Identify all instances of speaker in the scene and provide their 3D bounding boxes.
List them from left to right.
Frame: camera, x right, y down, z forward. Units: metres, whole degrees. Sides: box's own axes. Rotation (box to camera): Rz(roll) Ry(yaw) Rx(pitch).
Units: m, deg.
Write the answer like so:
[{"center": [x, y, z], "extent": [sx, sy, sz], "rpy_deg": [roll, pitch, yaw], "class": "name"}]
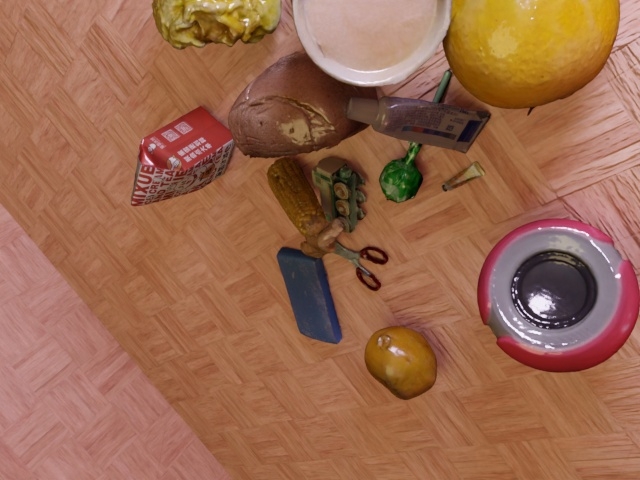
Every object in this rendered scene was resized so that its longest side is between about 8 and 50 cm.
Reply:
[{"center": [0.448, 0.099, 1.241], "extent": [0.294, 0.294, 0.294], "rpy_deg": [23, 135, 25], "class": "speaker"}]

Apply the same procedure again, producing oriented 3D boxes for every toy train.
[{"center": [0.045, -0.106, 1.570], "extent": [0.125, 0.081, 0.194], "rpy_deg": [29, 142, 32], "class": "toy train"}]

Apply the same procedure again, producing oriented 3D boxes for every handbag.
[{"center": [-0.368, -0.198, 1.668], "extent": [0.151, 0.298, 0.171], "rpy_deg": [39, 140, 7], "class": "handbag"}]

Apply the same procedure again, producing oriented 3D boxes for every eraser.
[{"center": [-0.031, 0.166, 1.880], "extent": [0.144, 0.042, 0.312], "rpy_deg": [10, 128, 34], "class": "eraser"}]

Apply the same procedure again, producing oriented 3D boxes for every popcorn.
[{"center": [-0.244, -0.496, 1.377], "extent": [0.286, 0.225, 0.174], "rpy_deg": [23, 138, 27], "class": "popcorn"}]

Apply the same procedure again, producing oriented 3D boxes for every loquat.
[{"center": [0.216, 0.323, 1.705], "extent": [0.234, 0.176, 0.187], "rpy_deg": [50, -175, -33], "class": "loquat"}, {"center": [0.321, -0.330, 1.013], "extent": [0.275, 0.275, 0.275], "rpy_deg": [23, 135, 25], "class": "loquat"}]

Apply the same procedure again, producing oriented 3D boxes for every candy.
[{"center": [0.206, -0.215, 1.355], "extent": [0.097, 0.097, 0.323], "rpy_deg": [33, 130, 15], "class": "candy"}]

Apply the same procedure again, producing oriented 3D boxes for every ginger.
[{"center": [0.000, 0.000, 1.636], "extent": [0.089, 0.075, 0.288], "rpy_deg": [45, 165, 0], "class": "ginger"}]

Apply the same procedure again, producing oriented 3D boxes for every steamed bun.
[{"center": [-0.045, -0.299, 1.374], "extent": [0.301, 0.251, 0.199], "rpy_deg": [-2, 110, 37], "class": "steamed bun"}]

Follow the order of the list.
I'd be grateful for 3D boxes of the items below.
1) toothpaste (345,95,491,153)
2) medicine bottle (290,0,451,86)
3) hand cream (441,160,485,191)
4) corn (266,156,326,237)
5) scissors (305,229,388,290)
[{"center": [0.186, -0.236, 1.260], "extent": [0.282, 0.068, 0.099], "rpy_deg": [7, 171, -15], "class": "toothpaste"}, {"center": [0.066, -0.423, 1.092], "extent": [0.235, 0.406, 0.236], "rpy_deg": [-1, 118, -2], "class": "medicine bottle"}, {"center": [0.301, -0.132, 1.372], "extent": [0.102, 0.022, 0.035], "rpy_deg": [-30, 96, 44], "class": "hand cream"}, {"center": [-0.062, -0.112, 1.582], "extent": [0.097, 0.097, 0.262], "rpy_deg": [101, 149, -44], "class": "corn"}, {"center": [0.064, 0.032, 1.713], "extent": [0.247, 0.017, 0.144], "rpy_deg": [30, 137, 20], "class": "scissors"}]
